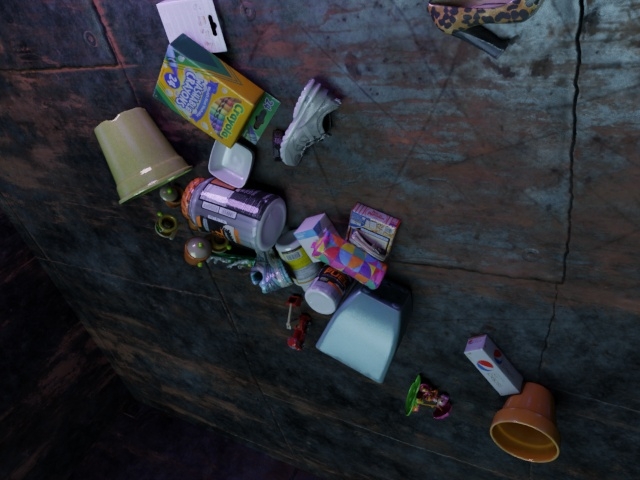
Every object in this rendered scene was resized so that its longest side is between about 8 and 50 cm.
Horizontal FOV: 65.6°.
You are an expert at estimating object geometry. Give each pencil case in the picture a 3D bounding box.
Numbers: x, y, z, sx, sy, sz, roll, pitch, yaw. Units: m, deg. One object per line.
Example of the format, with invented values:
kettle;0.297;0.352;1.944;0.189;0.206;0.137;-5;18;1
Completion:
pencil case;0.087;0.058;1.515;0.236;0.104;0.104;30;139;-5

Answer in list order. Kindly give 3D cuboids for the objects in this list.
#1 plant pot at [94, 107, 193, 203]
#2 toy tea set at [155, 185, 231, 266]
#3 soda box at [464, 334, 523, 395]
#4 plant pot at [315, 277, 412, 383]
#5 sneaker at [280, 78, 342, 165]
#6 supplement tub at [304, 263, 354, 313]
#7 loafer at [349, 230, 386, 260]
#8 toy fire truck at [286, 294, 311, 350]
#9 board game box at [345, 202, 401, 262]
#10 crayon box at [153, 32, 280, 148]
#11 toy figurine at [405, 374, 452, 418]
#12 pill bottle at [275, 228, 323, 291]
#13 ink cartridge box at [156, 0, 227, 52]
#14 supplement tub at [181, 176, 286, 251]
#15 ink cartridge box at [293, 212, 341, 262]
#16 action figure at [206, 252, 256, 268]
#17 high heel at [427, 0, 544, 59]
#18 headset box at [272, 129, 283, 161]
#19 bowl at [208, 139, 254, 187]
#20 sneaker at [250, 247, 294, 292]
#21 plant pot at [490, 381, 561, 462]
plant pot;-0.611;-0.295;1.670;0.276;0.276;0.253;-16;105;43
toy tea set;-0.480;-0.061;1.820;0.336;0.200;0.124;45;146;-1
soda box;0.567;0.407;1.622;0.216;0.069;0.074;48;137;-13
plant pot;0.170;0.257;1.637;0.248;0.247;0.252;27;121;11
sneaker;-0.030;-0.295;1.358;0.115;0.105;0.281;28;142;0
supplement tub;0.039;0.142;1.649;0.117;0.190;0.116;19;136;19
loafer;0.148;0.016;1.500;0.125;0.045;0.039;32;101;4
toy fire truck;-0.096;0.326;1.954;0.047;0.191;0.135;3;157;34
board game box;0.154;-0.009;1.539;0.147;0.045;0.193;25;138;13
crayon box;-0.301;-0.406;1.425;0.323;0.083;0.203;33;140;-10
toy figurine;0.428;0.613;1.904;0.159;0.130;0.173;17;112;3
pill bottle;-0.063;0.074;1.712;0.117;0.117;0.214;-2;126;36
ink cartridge box;-0.345;-0.589;1.361;0.180;0.045;0.145;3;129;21
supplement tub;-0.290;-0.096;1.653;0.316;0.193;0.193;19;136;20
ink cartridge box;0.000;0.000;1.618;0.090;0.092;0.143;-13;119;41
action figure;-0.324;0.079;1.916;0.232;0.137;0.063;5;86;25
high heel;0.326;-0.483;0.939;0.186;0.093;0.261;30;148;-1
headset box;-0.124;-0.281;1.460;0.032;0.083;0.062;-3;135;-9
bowl;-0.277;-0.253;1.585;0.142;0.053;0.142;29;118;10
sneaker;-0.200;0.088;1.738;0.283;0.122;0.110;46;162;59
plant pot;0.676;0.574;1.610;0.205;0.188;0.205;20;136;20
